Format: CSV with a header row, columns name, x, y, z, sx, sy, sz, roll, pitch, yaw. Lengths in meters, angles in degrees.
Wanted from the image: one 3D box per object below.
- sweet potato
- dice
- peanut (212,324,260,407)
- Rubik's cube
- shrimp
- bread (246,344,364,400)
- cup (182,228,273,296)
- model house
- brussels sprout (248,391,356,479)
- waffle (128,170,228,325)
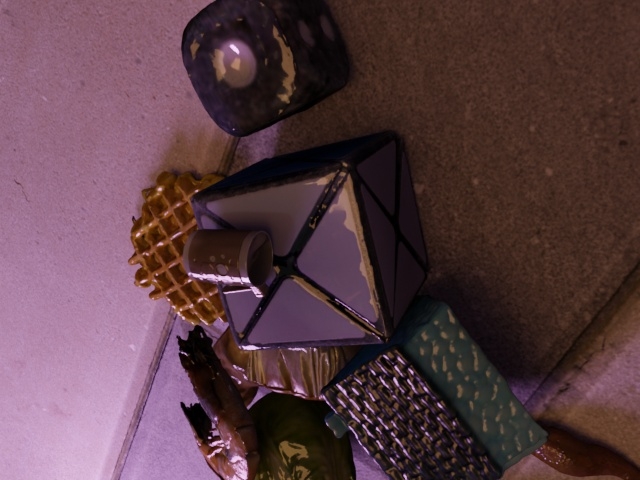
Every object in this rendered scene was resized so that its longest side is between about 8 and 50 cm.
name,x,y,z,sx,sy,sz,roll,pitch,yaw
sweet potato,0.413,0.347,0.974,0.226,0.068,0.068,18,116,17
dice,-0.077,-0.267,0.896,0.182,0.183,0.182,-18,103,30
peanut,-0.140,0.223,1.143,0.253,0.122,0.137,-53,51,33
Rubik's cube,0.000,0.000,0.921,0.259,0.259,0.255,-8,107,28
shrimp,-0.189,0.299,1.078,0.289,0.075,0.178,54,132,21
bread,0.002,0.184,1.015,0.192,0.209,0.110,4,102,35
cup,-0.116,0.026,0.807,0.099,0.102,0.074,4,72,22
model house,0.153,0.253,0.905,0.241,0.226,0.261,-39,90,-6
brussels sprout,-0.042,0.410,1.109,0.219,0.210,0.272,-38,59,17
waffle,-0.240,0.014,1.150,0.328,0.062,0.330,9,114,22
